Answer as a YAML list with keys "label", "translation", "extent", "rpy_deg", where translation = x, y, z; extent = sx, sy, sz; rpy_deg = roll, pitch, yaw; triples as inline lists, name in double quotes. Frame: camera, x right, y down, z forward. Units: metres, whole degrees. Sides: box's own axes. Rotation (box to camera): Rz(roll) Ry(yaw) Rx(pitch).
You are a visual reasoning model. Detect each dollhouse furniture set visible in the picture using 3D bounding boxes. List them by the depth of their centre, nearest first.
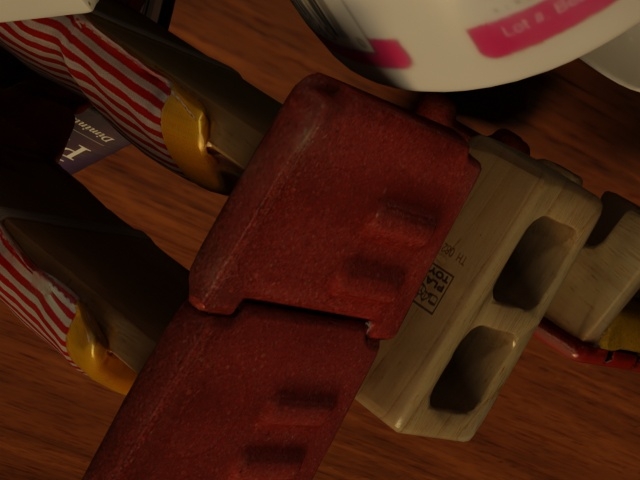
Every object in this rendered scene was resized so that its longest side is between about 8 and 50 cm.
- label: "dollhouse furniture set"
  translation: [0.000, 0.000, 0.613]
  extent: [0.201, 0.152, 0.374]
  rpy_deg: [35, -168, 34]

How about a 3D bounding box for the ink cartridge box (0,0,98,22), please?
- label: "ink cartridge box"
  translation: [-0.134, -0.171, 0.449]
  extent: [0.128, 0.176, 0.127]
  rpy_deg: [-4, 149, 20]

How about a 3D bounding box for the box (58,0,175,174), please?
- label: "box"
  translation: [-0.227, -0.117, 0.653]
  extent: [0.261, 0.103, 0.184]
  rpy_deg: [31, 147, -34]

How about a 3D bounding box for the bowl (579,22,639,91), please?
- label: "bowl"
  translation: [0.151, -0.128, 0.577]
  extent: [0.142, 0.053, 0.142]
  rpy_deg: [31, 143, -34]

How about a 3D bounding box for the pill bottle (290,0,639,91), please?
- label: "pill bottle"
  translation: [0.003, -0.189, 0.384]
  extent: [0.160, 0.160, 0.283]
  rpy_deg: [-10, 138, 30]
